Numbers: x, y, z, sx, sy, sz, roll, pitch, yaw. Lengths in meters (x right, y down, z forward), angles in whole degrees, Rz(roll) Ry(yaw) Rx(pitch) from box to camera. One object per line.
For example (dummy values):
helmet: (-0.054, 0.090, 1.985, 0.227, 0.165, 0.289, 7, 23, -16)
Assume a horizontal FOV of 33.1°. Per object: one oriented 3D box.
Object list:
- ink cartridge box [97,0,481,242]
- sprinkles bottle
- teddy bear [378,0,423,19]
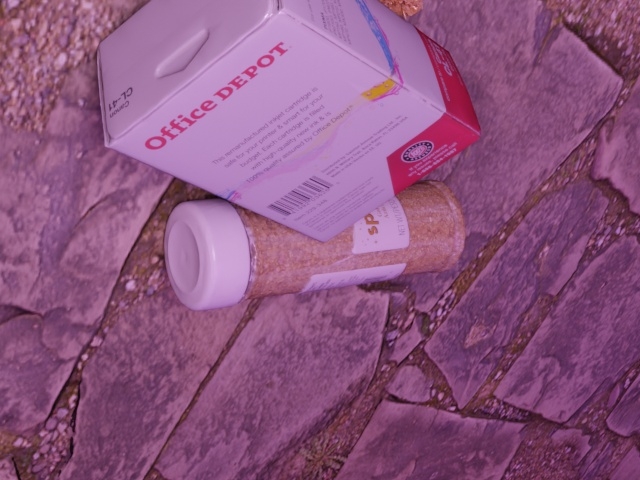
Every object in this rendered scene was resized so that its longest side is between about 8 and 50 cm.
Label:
ink cartridge box: (-0.026, -0.140, 1.043, 0.226, 0.131, 0.306, -32, 143, 28)
sprinkles bottle: (0.000, 0.000, 1.257, 0.355, 0.121, 0.121, -7, 131, -33)
teddy bear: (0.139, -0.358, 1.034, 0.338, 0.113, 0.245, -32, 138, -9)
